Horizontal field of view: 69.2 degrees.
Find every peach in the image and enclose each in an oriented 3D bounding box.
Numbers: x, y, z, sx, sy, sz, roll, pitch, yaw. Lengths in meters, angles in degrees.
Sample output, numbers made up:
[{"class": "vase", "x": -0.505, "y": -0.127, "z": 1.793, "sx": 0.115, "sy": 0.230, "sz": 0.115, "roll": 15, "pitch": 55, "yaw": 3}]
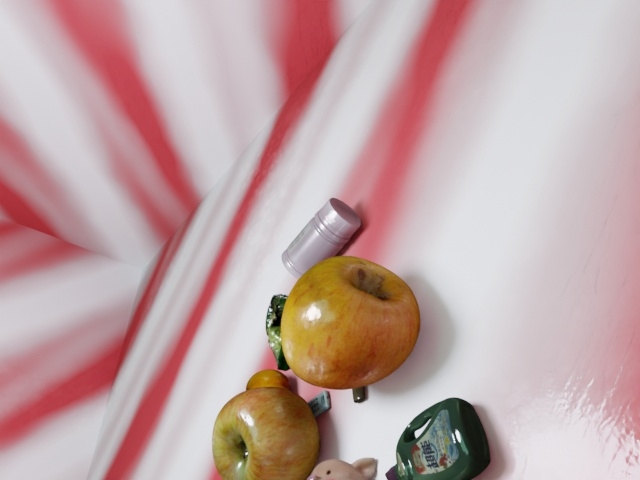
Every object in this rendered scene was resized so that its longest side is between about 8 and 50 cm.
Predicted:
[{"class": "peach", "x": -0.146, "y": 0.434, "z": 1.315, "sx": 0.138, "sy": 0.138, "sz": 0.138, "roll": -37, "pitch": 39, "yaw": 38}]

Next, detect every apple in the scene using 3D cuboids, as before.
[{"class": "apple", "x": -0.123, "y": 0.484, "z": 1.129, "sx": 0.264, "sy": 0.264, "sz": 0.264, "roll": -37, "pitch": 39, "yaw": 38}, {"class": "apple", "x": 0.057, "y": 0.191, "z": 1.030, "sx": 0.299, "sy": 0.299, "sz": 0.275, "roll": -124, "pitch": 47, "yaw": -57}]

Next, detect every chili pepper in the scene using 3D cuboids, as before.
[{"class": "chili pepper", "x": -0.090, "y": 0.269, "z": 1.390, "sx": 0.148, "sy": 0.116, "sz": 0.264, "roll": -65, "pitch": 27, "yaw": 21}]

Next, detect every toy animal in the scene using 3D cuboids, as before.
[{"class": "toy animal", "x": 0.034, "y": 0.564, "z": 0.918, "sx": 0.165, "sy": 0.149, "sz": 0.248, "roll": -27, "pitch": 36, "yaw": 23}]

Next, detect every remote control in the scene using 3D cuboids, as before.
[{"class": "remote control", "x": -0.019, "y": 0.441, "z": 1.215, "sx": 0.124, "sy": 0.018, "sz": 0.053, "roll": -44, "pitch": 36, "yaw": 29}]

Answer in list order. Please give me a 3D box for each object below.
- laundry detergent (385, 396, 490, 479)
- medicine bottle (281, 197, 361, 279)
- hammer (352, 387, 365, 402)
[{"class": "laundry detergent", "x": 0.200, "y": 0.391, "z": 0.861, "sx": 0.222, "sy": 0.078, "sz": 0.144, "roll": -45, "pitch": 33, "yaw": 32}, {"class": "medicine bottle", "x": 0.000, "y": 0.000, "z": 1.418, "sx": 0.250, "sy": 0.133, "sz": 0.133, "roll": -49, "pitch": 33, "yaw": 25}, {"class": "hammer", "x": 0.078, "y": 0.237, "z": 1.205, "sx": 0.111, "sy": 0.043, "sz": 0.365, "roll": -39, "pitch": 39, "yaw": 35}]
